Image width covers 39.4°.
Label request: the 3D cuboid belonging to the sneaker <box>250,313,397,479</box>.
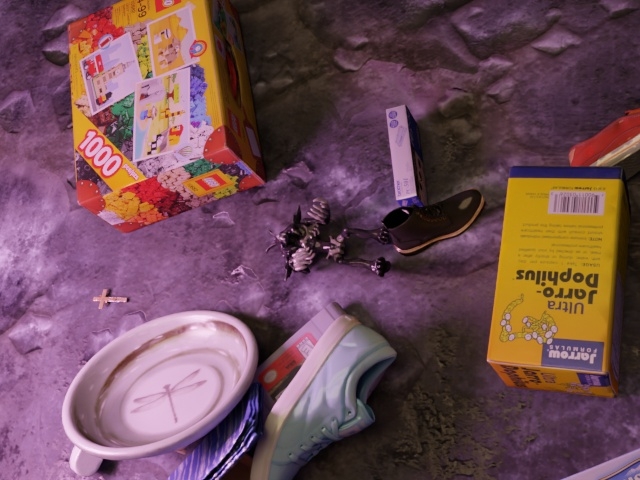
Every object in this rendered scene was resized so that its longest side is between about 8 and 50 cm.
[{"bbox_3d":[0.010,0.316,1.599,0.150,0.135,0.366,27,85,27],"label":"sneaker"}]

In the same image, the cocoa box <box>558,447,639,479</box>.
[{"bbox_3d":[0.479,0.450,1.335,0.347,0.231,0.228,-25,61,8],"label":"cocoa box"}]

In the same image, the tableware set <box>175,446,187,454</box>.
[{"bbox_3d":[-0.304,0.363,1.806,0.141,0.020,0.168,3,47,23],"label":"tableware set"}]

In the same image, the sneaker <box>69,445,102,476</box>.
[{"bbox_3d":[-0.460,0.383,1.869,0.094,0.080,0.212,3,56,58],"label":"sneaker"}]

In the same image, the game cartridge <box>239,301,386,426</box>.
[{"bbox_3d":[-0.021,0.282,1.730,0.294,0.060,0.196,-43,63,2],"label":"game cartridge"}]

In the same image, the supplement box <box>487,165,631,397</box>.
[{"bbox_3d":[0.419,0.070,1.547,0.195,0.194,0.356,2,70,23],"label":"supplement box"}]

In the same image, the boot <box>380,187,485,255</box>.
[{"bbox_3d":[0.217,-0.051,1.717,0.198,0.137,0.077,-36,60,5],"label":"boot"}]

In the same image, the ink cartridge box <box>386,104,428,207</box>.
[{"bbox_3d":[0.176,-0.159,1.802,0.046,0.097,0.207,-13,64,18],"label":"ink cartridge box"}]

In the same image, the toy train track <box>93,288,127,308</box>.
[{"bbox_3d":[-0.469,0.134,2.005,0.083,0.014,0.048,0,62,17],"label":"toy train track"}]

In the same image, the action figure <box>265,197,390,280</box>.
[{"bbox_3d":[0.000,0.000,1.789,0.276,0.141,0.164,4,72,21],"label":"action figure"}]

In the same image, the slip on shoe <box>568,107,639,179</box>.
[{"bbox_3d":[0.603,-0.208,1.635,0.331,0.123,0.101,-33,56,13],"label":"slip on shoe"}]

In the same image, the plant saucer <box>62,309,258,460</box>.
[{"bbox_3d":[-0.300,0.299,1.757,0.401,0.100,0.400,-14,31,9],"label":"plant saucer"}]

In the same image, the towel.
[{"bbox_3d":[-0.223,0.410,1.629,0.040,0.243,0.336,43,95,-9],"label":"towel"}]

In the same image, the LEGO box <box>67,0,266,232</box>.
[{"bbox_3d":[-0.359,-0.316,2.040,0.373,0.193,0.500,-19,63,15],"label":"LEGO box"}]

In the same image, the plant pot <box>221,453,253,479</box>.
[{"bbox_3d":[-0.194,0.517,1.717,0.236,0.032,0.236,-9,66,20],"label":"plant pot"}]
